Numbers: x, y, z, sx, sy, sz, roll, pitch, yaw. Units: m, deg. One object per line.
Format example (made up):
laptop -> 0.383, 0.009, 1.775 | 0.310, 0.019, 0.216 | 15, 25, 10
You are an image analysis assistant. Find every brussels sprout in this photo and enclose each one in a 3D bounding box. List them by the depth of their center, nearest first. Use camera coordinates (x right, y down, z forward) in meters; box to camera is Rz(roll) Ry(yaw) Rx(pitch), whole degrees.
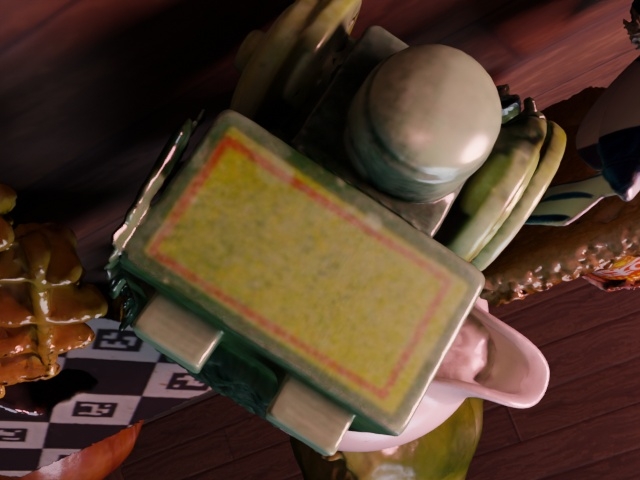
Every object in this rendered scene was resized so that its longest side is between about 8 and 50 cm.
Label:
brussels sprout -> 0.073, 0.225, 1.216 | 0.315, 0.371, 0.275 | -2, 140, -40

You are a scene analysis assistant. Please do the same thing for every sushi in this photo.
sushi -> -0.245, 0.074, 0.563 | 0.292, 0.059, 0.294 | -30, 141, 33

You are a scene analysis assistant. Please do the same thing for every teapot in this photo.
teapot -> 0.016, 0.048, 0.623 | 0.298, 0.204, 0.139 | 24, 163, 2

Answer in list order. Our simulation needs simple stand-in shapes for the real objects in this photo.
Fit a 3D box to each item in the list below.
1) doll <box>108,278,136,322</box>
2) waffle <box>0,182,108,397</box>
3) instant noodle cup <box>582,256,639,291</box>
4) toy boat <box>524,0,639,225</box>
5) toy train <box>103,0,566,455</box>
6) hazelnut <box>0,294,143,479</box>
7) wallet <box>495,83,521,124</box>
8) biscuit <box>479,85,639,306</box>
doll -> -0.085, 0.070, 0.768 | 0.221, 0.142, 0.135 | 11, 155, -21
waffle -> -0.227, 0.027, 0.392 | 0.232, 0.051, 0.229 | -23, 144, 22
instant noodle cup -> 0.322, -0.039, 0.980 | 0.193, 0.193, 0.212 | -28, 159, 32
toy boat -> 0.207, -0.092, 0.430 | 0.291, 0.067, 0.220 | -47, -162, -20
toy train -> 0.000, 0.000, 0.424 | 0.188, 0.159, 0.271 | -57, -178, -16
hazelnut -> -0.265, 0.148, 0.828 | 0.186, 0.210, 0.210 | 0, -179, 32
wallet -> 0.092, -0.047, 0.732 | 0.160, 0.055, 0.236 | -18, 153, 3
biscuit -> 0.170, -0.048, 0.490 | 0.131, 0.026, 0.237 | -24, -162, 34
